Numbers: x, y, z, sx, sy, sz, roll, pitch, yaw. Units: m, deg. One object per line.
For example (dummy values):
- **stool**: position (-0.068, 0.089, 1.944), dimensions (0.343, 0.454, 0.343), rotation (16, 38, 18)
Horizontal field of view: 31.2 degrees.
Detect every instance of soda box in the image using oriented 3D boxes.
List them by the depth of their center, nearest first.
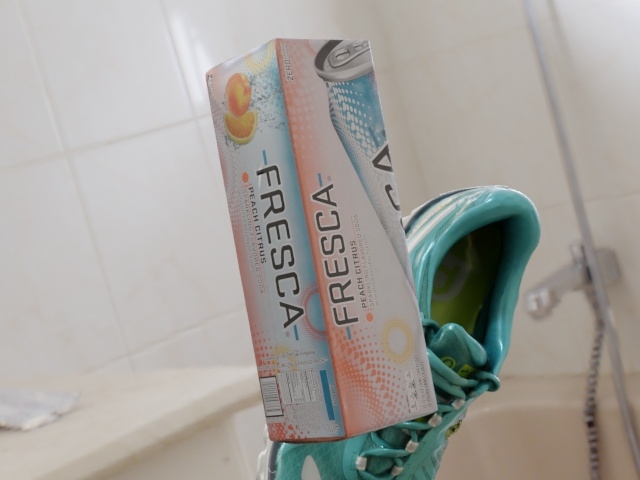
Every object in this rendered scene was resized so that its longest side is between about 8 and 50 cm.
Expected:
- **soda box**: position (0.000, 0.000, 0.541), dimensions (0.063, 0.183, 0.058), rotation (-8, -4, -42)

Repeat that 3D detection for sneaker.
- **sneaker**: position (0.048, 0.083, 0.669), dimensions (0.275, 0.107, 0.110), rotation (-66, 16, -17)
